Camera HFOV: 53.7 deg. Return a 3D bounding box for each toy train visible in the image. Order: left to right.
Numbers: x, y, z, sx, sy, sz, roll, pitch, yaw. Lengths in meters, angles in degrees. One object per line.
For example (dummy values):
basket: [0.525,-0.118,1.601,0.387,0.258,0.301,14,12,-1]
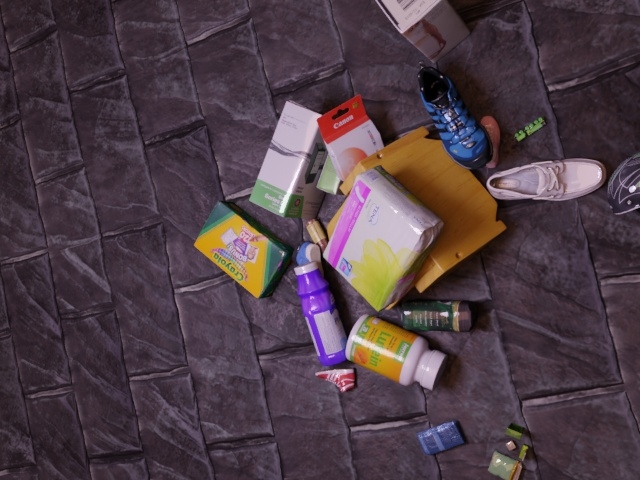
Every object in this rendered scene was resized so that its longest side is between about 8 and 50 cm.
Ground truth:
toy train: [0.525,-0.277,1.582,0.083,0.017,0.024,-34,87,21]

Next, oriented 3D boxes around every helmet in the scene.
helmet: [0.734,-0.120,1.414,0.161,0.169,0.169,26,102,5]

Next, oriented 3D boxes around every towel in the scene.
towel: [0.321,0.526,1.682,0.119,0.029,0.067,-27,81,22]

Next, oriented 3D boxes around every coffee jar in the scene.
coffee jar: [0.311,0.195,1.644,0.184,0.096,0.079,-2,93,25]

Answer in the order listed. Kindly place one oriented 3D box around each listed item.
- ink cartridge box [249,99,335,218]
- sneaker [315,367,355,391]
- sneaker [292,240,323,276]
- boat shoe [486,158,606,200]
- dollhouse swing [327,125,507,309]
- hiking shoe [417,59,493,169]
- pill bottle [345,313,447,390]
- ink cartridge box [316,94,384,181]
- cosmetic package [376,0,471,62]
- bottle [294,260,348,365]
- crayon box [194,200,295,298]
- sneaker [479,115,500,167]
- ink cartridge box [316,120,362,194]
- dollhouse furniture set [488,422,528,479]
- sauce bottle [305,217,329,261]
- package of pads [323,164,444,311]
ink cartridge box: [-0.052,-0.215,1.735,0.121,0.211,0.289,26,102,22]
sneaker: [0.042,0.399,1.797,0.118,0.042,0.067,-9,84,22]
sneaker: [-0.040,0.073,1.824,0.084,0.058,0.152,21,123,47]
boat shoe: [0.543,-0.143,1.533,0.277,0.096,0.098,-8,87,24]
dollhouse swing: [0.235,-0.040,1.694,0.315,0.305,0.347,-31,74,-21]
hiking shoe: [0.319,-0.304,1.573,0.113,0.132,0.304,-37,58,21]
pill bottle: [0.202,0.300,1.672,0.245,0.136,0.136,21,99,22]
ink cartridge box: [0.085,-0.265,1.640,0.145,0.179,0.045,-32,33,-16]
cosmetic package: [0.250,-0.560,1.548,0.129,0.296,0.153,-38,75,21]
bottle: [0.002,0.199,1.749,0.092,0.118,0.283,-17,94,8]
crayon box: [-0.227,0.025,1.889,0.278,0.081,0.165,37,105,19]
sneaker: [0.425,-0.253,1.599,0.051,0.070,0.134,-5,88,26]
ink cartridge box: [0.069,-0.230,1.737,0.062,0.109,0.209,23,100,21]
dollhouse furniture set: [0.476,0.543,1.596,0.076,0.058,0.152,19,99,23]
sauce bottle: [0.000,0.000,1.809,0.042,0.042,0.128,-29,79,22]
package of pads: [0.146,0.004,1.528,0.229,0.101,0.297,44,136,25]
